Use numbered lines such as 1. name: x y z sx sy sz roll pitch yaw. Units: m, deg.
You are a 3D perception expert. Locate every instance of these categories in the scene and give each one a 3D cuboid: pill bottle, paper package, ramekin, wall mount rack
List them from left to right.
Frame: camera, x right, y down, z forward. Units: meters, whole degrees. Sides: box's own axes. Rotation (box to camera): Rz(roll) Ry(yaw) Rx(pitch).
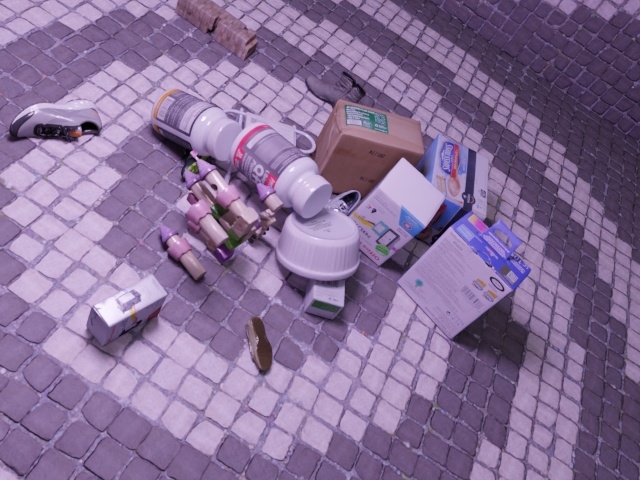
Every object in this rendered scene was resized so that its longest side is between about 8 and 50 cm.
1. pill bottle: -0.391 -0.365 1.925 0.278 0.162 0.162 29 44 25
2. wall mount rack: -0.197 -0.304 2.070 0.349 0.130 0.304 16 47 -17
3. pill bottle: -0.118 -0.212 1.869 0.318 0.176 0.176 41 46 24
4. ramekin: 0.000 0.000 1.869 0.272 0.127 0.273 9 30 -5
5. paper package: 0.158 -0.304 2.125 0.324 0.309 0.168 10 52 -20

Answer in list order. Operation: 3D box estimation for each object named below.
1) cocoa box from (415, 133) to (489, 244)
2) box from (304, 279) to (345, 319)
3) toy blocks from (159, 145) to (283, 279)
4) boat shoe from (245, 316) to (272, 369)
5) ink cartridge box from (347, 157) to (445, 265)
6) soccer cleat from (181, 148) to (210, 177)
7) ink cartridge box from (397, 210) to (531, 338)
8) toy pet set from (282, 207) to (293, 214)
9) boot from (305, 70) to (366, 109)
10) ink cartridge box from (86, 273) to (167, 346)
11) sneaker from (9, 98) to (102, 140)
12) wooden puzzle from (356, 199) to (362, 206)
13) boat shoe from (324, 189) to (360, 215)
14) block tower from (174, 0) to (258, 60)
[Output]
1. cocoa box: 0.462 -0.176 2.242 0.227 0.231 0.347 25 48 -8
2. box: 0.012 0.168 1.843 0.101 0.087 0.102 17 51 -15
3. toy blocks: -0.304 -0.100 1.741 0.260 0.288 0.309 50 52 6
4. boat shoe: -0.176 0.290 1.688 0.056 0.048 0.153 1 62 -42
5. ink cartridge box: 0.235 -0.091 2.023 0.198 0.270 0.197 41 48 -1
6. soccer cleat: -0.418 -0.261 1.965 0.072 0.060 0.179 24 41 3
7. ink cartridge box: 0.467 0.100 1.926 0.270 0.395 0.151 47 49 11
8. toy pet set: -0.061 -0.106 2.025 0.114 0.065 0.122 41 47 5
9. boot: 0.065 -0.616 2.411 0.246 0.161 0.083 41 47 6
10. ink cartridge box: -0.493 0.179 1.541 0.175 0.127 0.072 -32 77 -39
11. sneaker: -0.784 -0.349 1.807 0.271 0.100 0.108 -21 73 -38
12. wooden puzzle: 0.142 -0.128 2.189 0.083 0.006 0.049 19 50 -15
13. boat shoe: 0.060 -0.112 2.073 0.079 0.081 0.227 55 47 -7
14. block tower: -0.406 -0.857 2.393 0.335 0.091 0.097 34 47 -1
